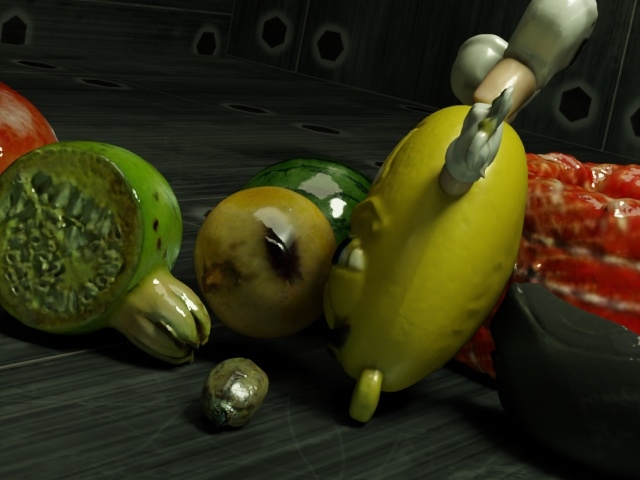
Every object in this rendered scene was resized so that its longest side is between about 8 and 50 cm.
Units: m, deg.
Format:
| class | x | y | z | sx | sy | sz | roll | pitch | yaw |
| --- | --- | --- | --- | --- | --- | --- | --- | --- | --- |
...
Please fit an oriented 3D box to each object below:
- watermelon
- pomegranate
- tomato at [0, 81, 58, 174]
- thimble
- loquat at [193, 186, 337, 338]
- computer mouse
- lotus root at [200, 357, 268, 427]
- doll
| class | x | y | z | sx | sy | sz | roll | pitch | yaw |
| --- | --- | --- | --- | --- | --- | --- | --- | --- | --- |
| watermelon | 0.000 | 0.000 | 1.589 | 0.214 | 0.188 | 0.188 | 6 | 11 | 8 |
| pomegranate | -0.196 | 0.004 | 1.397 | 0.241 | 0.190 | 0.159 | 14 | 5 | 20 |
| tomato | -0.441 | -0.118 | 1.544 | 0.335 | 0.176 | 0.289 | 21 | 40 | 23 |
| thimble | 0.293 | 0.037 | 1.584 | 0.350 | 0.231 | 0.350 | 12 | 12 | -3 |
| loquat | -0.052 | 0.021 | 1.421 | 0.163 | 0.137 | 0.163 | 27 | 41 | -26 |
| computer mouse | 0.225 | 0.135 | 1.300 | 0.088 | 0.147 | 0.264 | -16 | 25 | -24 |
| lotus root | -0.075 | 0.132 | 1.243 | 0.054 | 0.049 | 0.099 | 14 | 18 | 6 |
| doll | 0.137 | -0.062 | 1.368 | 0.161 | 0.348 | 0.423 | 26 | 37 | 4 |
